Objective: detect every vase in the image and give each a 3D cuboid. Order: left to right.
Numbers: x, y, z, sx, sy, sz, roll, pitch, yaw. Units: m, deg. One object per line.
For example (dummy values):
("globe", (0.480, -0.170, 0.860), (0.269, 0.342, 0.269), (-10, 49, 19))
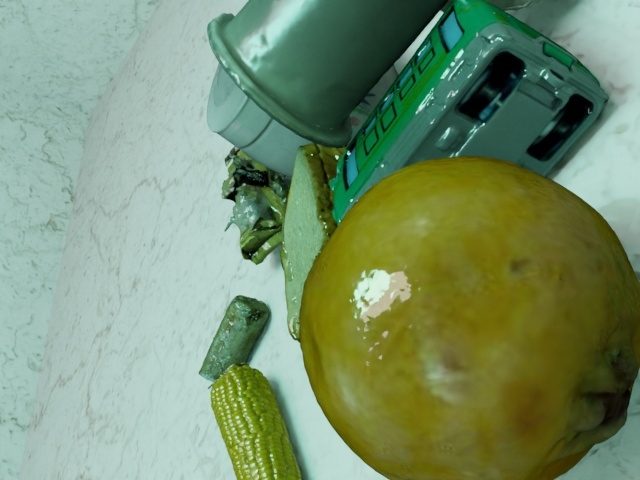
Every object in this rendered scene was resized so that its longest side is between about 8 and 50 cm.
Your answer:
("vase", (0.040, -0.295, 0.996), (0.291, 0.245, 0.245), (-43, 36, 24))

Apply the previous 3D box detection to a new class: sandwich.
("sandwich", (0.001, 0.000, 1.193), (0.251, 0.087, 0.226), (106, 157, -44))

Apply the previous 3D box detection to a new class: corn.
("corn", (-0.101, 0.307, 1.229), (0.106, 0.106, 0.305), (-59, 30, 19))

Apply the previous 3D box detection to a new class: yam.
("yam", (-0.160, 0.186, 1.444), (0.179, 0.078, 0.078), (-62, 29, 13))

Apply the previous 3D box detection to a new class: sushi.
("sushi", (-0.132, -0.073, 1.517), (0.139, 0.131, 0.291), (-48, 43, 32))

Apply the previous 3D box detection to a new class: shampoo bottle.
("shampoo bottle", (-0.031, -0.242, 1.300), (0.273, 0.266, 0.273), (-39, 41, 45))

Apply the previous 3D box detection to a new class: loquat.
("loquat", (0.138, 0.080, 0.742), (0.328, 0.328, 0.328), (-39, 40, 44))

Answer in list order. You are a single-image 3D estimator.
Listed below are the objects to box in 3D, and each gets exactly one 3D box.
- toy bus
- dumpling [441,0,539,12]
("toy bus", (0.156, -0.122, 0.976), (0.343, 0.183, 0.199), (-52, 29, 28))
("dumpling", (0.280, -0.458, 1.016), (0.260, 0.181, 0.341), (22, 64, 43))
